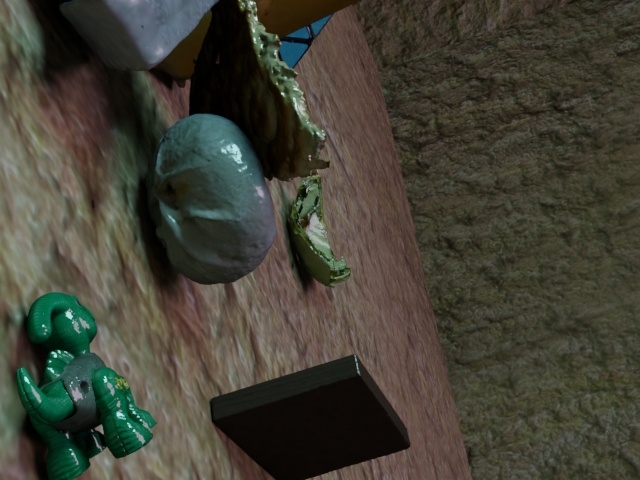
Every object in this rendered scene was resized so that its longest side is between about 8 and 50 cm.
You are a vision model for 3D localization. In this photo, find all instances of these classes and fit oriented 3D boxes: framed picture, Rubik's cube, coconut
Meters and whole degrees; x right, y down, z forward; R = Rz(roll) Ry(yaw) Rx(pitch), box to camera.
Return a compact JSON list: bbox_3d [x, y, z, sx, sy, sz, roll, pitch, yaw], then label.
[{"bbox_3d":[-0.003,0.159,0.865,0.168,0.128,0.023,58,16,-53],"label":"framed picture"},{"bbox_3d":[-0.018,-0.425,1.643,0.190,0.178,0.211,-96,166,-59],"label":"Rubik's cube"},{"bbox_3d":[-0.005,0.001,1.324,0.158,0.055,0.133,-91,162,-53],"label":"coconut"}]

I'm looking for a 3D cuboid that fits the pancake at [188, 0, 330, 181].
[{"bbox_3d":[-0.048,-0.100,0.817,0.244,0.057,0.266,43,-42,49],"label":"pancake"}]

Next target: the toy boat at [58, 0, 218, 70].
[{"bbox_3d":[-0.176,-0.261,0.744,0.293,0.111,0.276,62,6,-8],"label":"toy boat"}]

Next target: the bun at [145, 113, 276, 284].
[{"bbox_3d":[-0.096,-0.031,0.791,0.141,0.083,0.140,39,-44,52],"label":"bun"}]

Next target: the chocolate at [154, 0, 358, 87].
[{"bbox_3d":[0.026,-0.300,0.920,0.162,0.446,0.162,-21,90,-76],"label":"chocolate"}]

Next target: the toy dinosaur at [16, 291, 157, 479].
[{"bbox_3d":[-0.136,0.075,0.538,0.096,0.059,0.132,64,2,-1],"label":"toy dinosaur"}]
